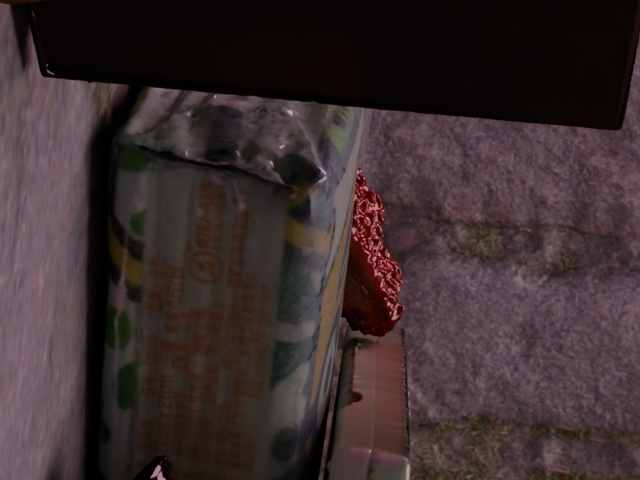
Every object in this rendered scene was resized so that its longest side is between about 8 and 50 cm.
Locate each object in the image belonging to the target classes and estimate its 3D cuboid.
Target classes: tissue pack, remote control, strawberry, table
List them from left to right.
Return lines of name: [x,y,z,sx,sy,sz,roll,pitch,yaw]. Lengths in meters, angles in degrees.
tissue pack: [-0.052,0.041,1.043,0.228,0.128,0.311,-74,172,-61]
strawberry: [-0.002,0.000,1.172,0.048,0.152,0.104,-13,148,-52]
remote control: [0.025,0.150,1.100,0.344,0.050,0.145,-75,174,-79]
table: [0.020,-0.223,0.734,0.196,0.250,0.282,87,10,-56]

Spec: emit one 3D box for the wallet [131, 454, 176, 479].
wallet: [-0.108,0.225,0.944,0.122,0.031,0.232,-40,147,-33]

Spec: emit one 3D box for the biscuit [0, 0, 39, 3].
biscuit: [-0.091,-0.237,0.461,0.202,0.047,0.334,35,56,-76]
